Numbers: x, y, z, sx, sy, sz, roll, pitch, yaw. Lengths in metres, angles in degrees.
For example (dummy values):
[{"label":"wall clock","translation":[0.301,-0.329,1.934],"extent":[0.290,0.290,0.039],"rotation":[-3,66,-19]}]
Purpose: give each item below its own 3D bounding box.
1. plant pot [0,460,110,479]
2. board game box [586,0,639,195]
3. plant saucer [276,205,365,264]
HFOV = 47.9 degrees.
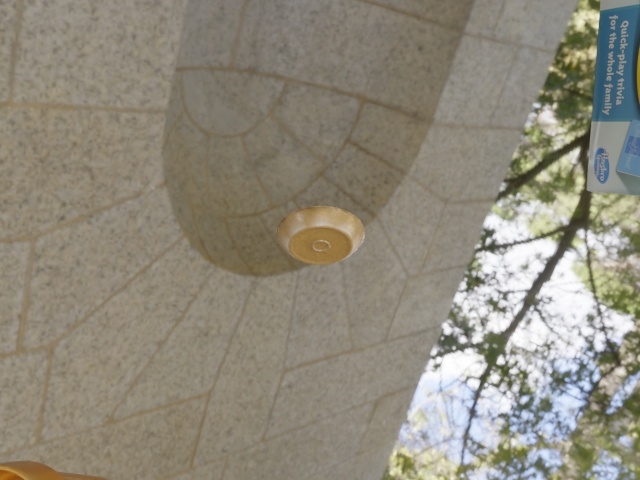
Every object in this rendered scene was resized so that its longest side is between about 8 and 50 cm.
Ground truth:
[{"label":"plant pot","translation":[-0.354,0.388,0.940],"extent":[0.205,0.205,0.188],"rotation":[28,-178,26]},{"label":"board game box","translation":[0.390,-0.154,0.597],"extent":[0.079,0.254,0.336],"rotation":[-5,-170,-30]},{"label":"plant saucer","translation":[0.000,0.000,0.671],"extent":[0.083,0.083,0.015],"rotation":[11,-128,-14]}]
